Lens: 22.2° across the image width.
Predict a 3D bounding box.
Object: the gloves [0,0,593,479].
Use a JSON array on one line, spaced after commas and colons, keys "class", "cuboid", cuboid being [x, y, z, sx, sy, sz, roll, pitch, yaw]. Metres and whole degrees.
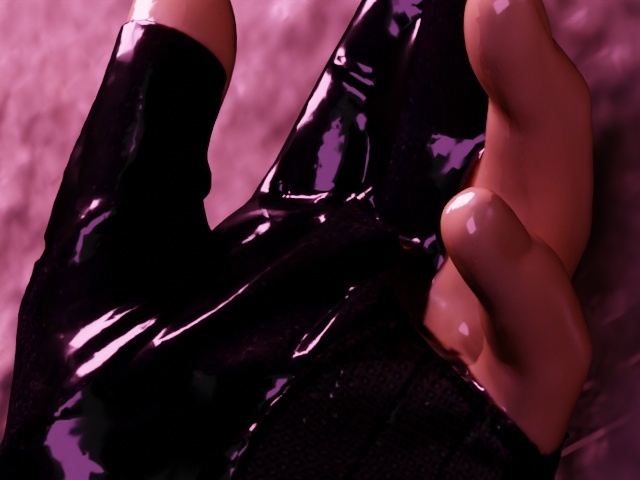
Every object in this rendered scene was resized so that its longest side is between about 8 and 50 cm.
[{"class": "gloves", "cuboid": [-0.001, 0.005, 0.532, 0.197, 0.152, 0.301, 25, 99, 12]}]
